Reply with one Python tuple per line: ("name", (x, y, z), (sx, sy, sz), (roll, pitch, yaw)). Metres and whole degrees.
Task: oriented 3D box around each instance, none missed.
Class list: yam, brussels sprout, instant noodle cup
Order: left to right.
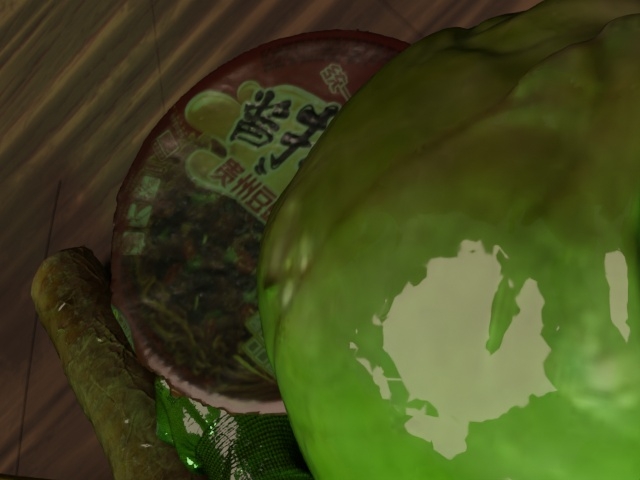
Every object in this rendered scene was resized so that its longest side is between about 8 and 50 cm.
("yam", (-0.148, 0.130, 1.195), (0.081, 0.081, 0.356), (-59, 41, 21))
("instant noodle cup", (0.000, 0.000, 1.003), (0.274, 0.091, 0.274), (-11, 62, 20))
("brussels sprout", (0.115, 0.034, 0.764), (0.328, 0.247, 0.328), (-9, 59, 15))

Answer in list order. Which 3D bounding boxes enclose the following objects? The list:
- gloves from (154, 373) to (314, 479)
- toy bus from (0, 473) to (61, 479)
("gloves", (-0.061, 0.092, 1.083), (0.135, 0.107, 0.268), (-24, 54, 9))
("toy bus", (-0.230, 0.347, 1.173), (0.151, 0.145, 0.331), (-6, 74, 48))
